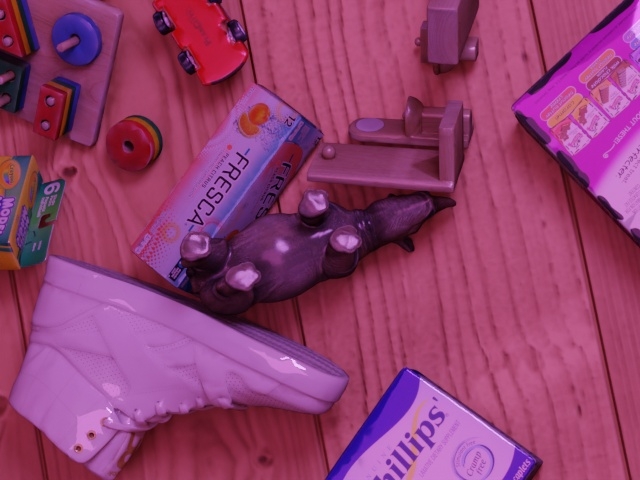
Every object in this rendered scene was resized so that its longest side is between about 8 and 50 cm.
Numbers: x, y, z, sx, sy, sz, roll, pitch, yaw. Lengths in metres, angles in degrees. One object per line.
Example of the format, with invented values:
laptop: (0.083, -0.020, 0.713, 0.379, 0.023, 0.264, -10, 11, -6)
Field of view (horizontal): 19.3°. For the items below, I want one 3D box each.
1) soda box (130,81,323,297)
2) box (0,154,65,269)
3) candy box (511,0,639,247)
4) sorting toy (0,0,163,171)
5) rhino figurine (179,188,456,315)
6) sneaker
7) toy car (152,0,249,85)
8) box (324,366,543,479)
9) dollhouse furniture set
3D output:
soda box: (-0.080, -0.043, 1.621, 0.063, 0.058, 0.183, 38, 94, 23)
box: (-0.319, -0.023, 1.656, 0.179, 0.043, 0.105, 0, 51, 10)
candy box: (0.294, -0.075, 1.546, 0.159, 0.071, 0.233, -43, 78, 4)
sorting toy: (-0.259, -0.163, 1.649, 0.274, 0.046, 0.132, 24, 119, 14)
rhino figurine: (0.000, 0.000, 1.570, 0.243, 0.106, 0.073, -18, 76, -12)
sneaker: (-0.127, 0.135, 1.601, 0.292, 0.108, 0.169, 19, 90, 22)
toy car: (-0.133, -0.272, 1.661, 0.239, 0.053, 0.225, 25, 90, 12)
box: (0.093, 0.194, 1.561, 0.137, 0.072, 0.126, 35, 92, 13)
dollhouse furniture set: (0.061, -0.144, 1.564, 0.123, 0.144, 0.151, 4, 122, 12)
